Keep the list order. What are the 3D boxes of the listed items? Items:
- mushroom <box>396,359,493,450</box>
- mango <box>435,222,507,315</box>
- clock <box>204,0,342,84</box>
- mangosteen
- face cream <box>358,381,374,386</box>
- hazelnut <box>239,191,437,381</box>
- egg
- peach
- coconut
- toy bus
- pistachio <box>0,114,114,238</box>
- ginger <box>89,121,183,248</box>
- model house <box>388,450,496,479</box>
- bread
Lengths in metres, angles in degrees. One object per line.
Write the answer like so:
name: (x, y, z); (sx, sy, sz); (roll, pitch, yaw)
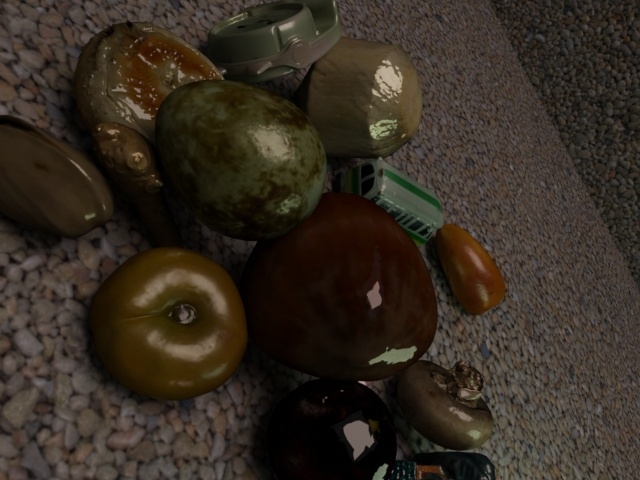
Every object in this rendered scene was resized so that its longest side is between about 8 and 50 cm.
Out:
mushroom: (0.276, 0.346, 1.304); (0.226, 0.178, 0.226); (25, 9, -4)
mango: (0.406, 0.065, 1.659); (0.257, 0.138, 0.187); (52, 28, -19)
clock: (-0.118, -0.431, 1.293); (0.324, 0.265, 0.108); (-57, 142, -46)
mangosteen: (0.021, 0.369, 1.037); (0.228, 0.228, 0.265); (-31, 124, -50)
face cream: (0.056, 0.216, 1.262); (0.084, 0.057, 0.198); (-11, 76, -48)
hazelnut: (0.033, 0.090, 1.085); (0.366, 0.366, 0.366); (25, 52, -35)
egg: (-0.127, -0.129, 0.947); (0.289, 0.238, 0.238); (32, 48, -21)
peach: (-0.235, 0.130, 0.947); (0.251, 0.153, 0.251); (13, 59, -23)
coconut: (0.077, -0.345, 1.456); (0.329, 0.329, 0.329); (25, 52, -35)
toy bus: (0.180, -0.087, 1.488); (0.276, 0.165, 0.133); (24, 53, -35)
pistachio: (-0.418, -0.095, 0.889); (0.238, 0.153, 0.138); (29, 33, 1)
ginger: (-0.279, -0.071, 0.971); (0.086, 0.131, 0.294); (-43, 140, -25)
model house: (0.189, 0.526, 1.138); (0.291, 0.184, 0.253); (17, 64, -31)
bread: (-0.298, -0.244, 1.083); (0.305, 0.159, 0.305); (21, 58, -38)
